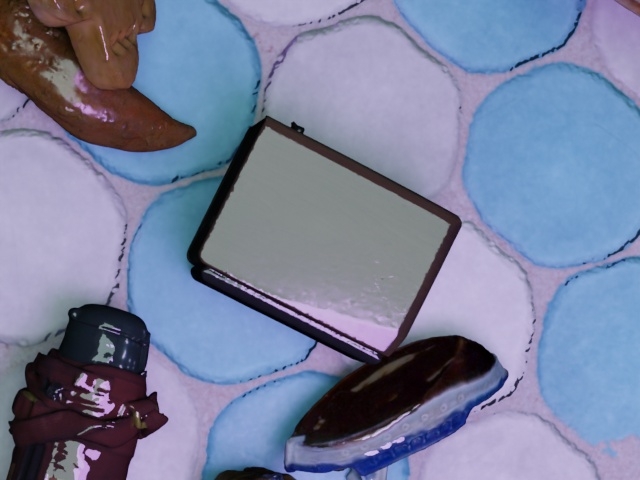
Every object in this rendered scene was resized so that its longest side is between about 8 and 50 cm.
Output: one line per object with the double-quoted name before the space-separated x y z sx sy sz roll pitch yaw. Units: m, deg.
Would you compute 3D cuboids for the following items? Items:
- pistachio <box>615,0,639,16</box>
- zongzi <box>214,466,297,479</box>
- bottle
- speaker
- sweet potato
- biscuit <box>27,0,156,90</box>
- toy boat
"pistachio" 0.400 -0.395 1.946 0.445 0.281 0.365 17 78 -22
"zongzi" -0.001 0.399 1.940 0.300 0.138 0.286 17 78 -22
"bottle" -0.242 0.200 1.887 0.156 0.143 0.271 16 85 -9
"speaker" 0.000 0.000 1.922 0.231 0.153 0.192 28 84 -8
"sweet potato" -0.286 -0.187 1.906 0.354 0.095 0.106 37 43 -10
"biscuit" -0.243 -0.326 1.814 0.052 0.275 0.355 -10 122 16
"toy boat" 0.083 0.191 1.962 0.262 0.114 0.115 -31 130 -8
